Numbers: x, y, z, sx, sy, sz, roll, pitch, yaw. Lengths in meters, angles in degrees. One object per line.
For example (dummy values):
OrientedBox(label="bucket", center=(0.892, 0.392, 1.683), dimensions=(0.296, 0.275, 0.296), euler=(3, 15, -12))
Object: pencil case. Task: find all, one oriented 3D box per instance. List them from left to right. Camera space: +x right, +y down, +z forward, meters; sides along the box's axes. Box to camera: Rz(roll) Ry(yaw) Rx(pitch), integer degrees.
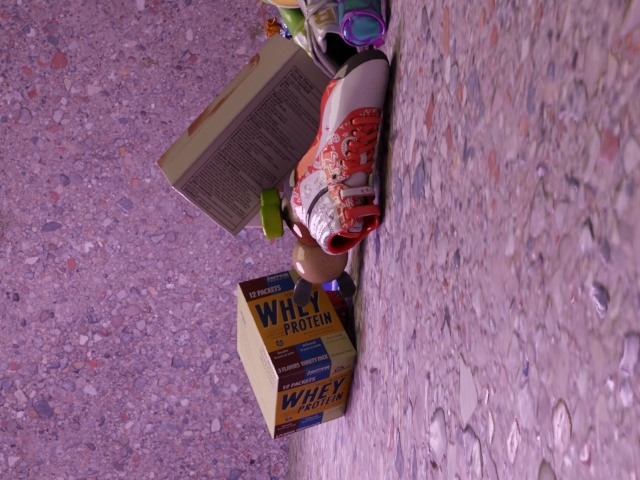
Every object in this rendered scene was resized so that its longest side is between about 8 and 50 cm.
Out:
OrientedBox(label="pencil case", center=(0.055, -0.336, 1.075), dimensions=(0.070, 0.064, 0.152), euler=(37, -140, -40))

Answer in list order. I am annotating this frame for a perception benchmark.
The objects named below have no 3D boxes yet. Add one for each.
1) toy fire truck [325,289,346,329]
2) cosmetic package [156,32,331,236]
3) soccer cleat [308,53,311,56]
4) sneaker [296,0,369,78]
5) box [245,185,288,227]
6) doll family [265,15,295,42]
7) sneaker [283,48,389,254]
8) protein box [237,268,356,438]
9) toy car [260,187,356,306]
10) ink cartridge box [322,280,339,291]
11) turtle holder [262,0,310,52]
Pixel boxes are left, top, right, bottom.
OrientedBox(label="toy fire truck", center=(0.014, 0.163, 1.462), dimensions=(0.192, 0.047, 0.135), euler=(-131, 41, -80))
OrientedBox(label="cosmetic package", center=(-0.107, -0.173, 1.276), dimensions=(0.153, 0.296, 0.129), euler=(43, -178, -33))
OrientedBox(label="soccer cleat", center=(0.008, -0.423, 1.745), dimensions=(0.121, 0.093, 0.289), euler=(59, 160, 15))
OrientedBox(label="sneaker", center=(0.002, -0.373, 1.161), dimensions=(0.293, 0.108, 0.169), euler=(58, -166, -36))
OrientedBox(label="box", center=(-0.068, -0.100, 1.456), dimensions=(0.149, 0.232, 0.127), euler=(-105, 17, -73))
OrientedBox(label="doll family", center=(-0.059, -0.502, 1.964), dimensions=(0.118, 0.163, 0.263), euler=(-96, 9, -61))
OrientedBox(label="sneaker", center=(0.048, -0.103, 1.020), dimensions=(0.145, 0.090, 0.270), euler=(58, 136, 31))
OrientedBox(label="protein box", center=(-0.048, 0.189, 1.331), dimensions=(0.201, 0.135, 0.200), euler=(97, 152, -48))
OrientedBox(label="toy car", center=(-0.003, 0.010, 1.227), dimensions=(0.149, 0.155, 0.189), euler=(-99, 0, -69))
OrientedBox(label="ink cartridge box", center=(0.000, 0.000, 1.646), dimensions=(0.333, 0.065, 0.166), euler=(-103, 16, -70))
OrientedBox(label="turtle holder", center=(-0.058, -0.547, 1.497), dimensions=(0.227, 0.243, 0.320), euler=(38, 111, 56))
